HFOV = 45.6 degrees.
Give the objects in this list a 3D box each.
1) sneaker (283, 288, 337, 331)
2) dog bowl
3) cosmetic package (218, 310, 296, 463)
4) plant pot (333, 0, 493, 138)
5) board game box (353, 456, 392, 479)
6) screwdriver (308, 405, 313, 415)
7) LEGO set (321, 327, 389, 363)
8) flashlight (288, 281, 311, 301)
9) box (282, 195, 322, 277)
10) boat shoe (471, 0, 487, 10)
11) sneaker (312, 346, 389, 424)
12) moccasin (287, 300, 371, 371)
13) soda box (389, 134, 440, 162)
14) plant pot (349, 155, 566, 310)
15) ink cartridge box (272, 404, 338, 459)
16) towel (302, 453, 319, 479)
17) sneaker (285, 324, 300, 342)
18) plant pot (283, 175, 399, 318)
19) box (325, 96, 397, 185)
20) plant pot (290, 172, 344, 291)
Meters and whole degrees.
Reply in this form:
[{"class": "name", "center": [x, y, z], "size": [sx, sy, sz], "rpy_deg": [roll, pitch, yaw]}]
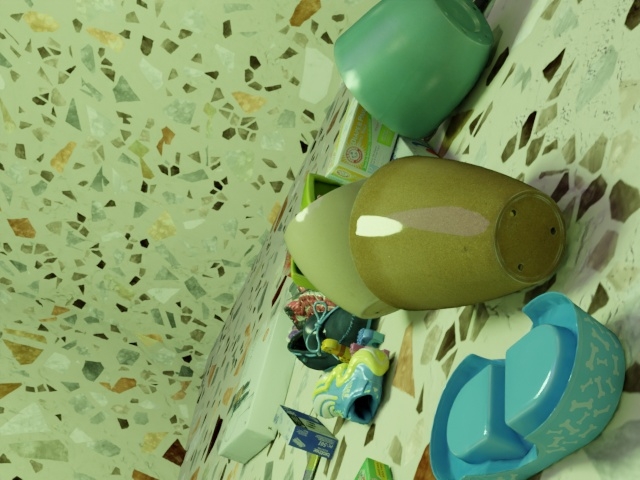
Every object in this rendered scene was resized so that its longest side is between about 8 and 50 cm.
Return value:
[{"class": "sneaker", "center": [0.002, 0.158, 1.920], "size": [0.112, 0.120, 0.299], "rpy_deg": [-39, 9, -21]}, {"class": "dog bowl", "center": [0.227, 0.182, 0.860], "size": [0.297, 0.074, 0.165], "rpy_deg": [123, 165, -47]}, {"class": "cosmetic package", "center": [-0.173, 0.436, 2.249], "size": [0.284, 0.098, 0.377], "rpy_deg": [-49, 21, 51]}, {"class": "plant pot", "center": [0.214, -0.398, 1.587], "size": [0.235, 0.293, 0.293], "rpy_deg": [-40, 26, 37]}, {"class": "board game box", "center": [0.057, 0.502, 1.117], "size": [0.317, 0.046, 0.213], "rpy_deg": [-97, 32, -69]}, {"class": "screwdriver", "center": [-0.021, 0.390, 1.778], "size": [0.024, 0.025, 0.169], "rpy_deg": [-87, 23, -61]}, {"class": "LEGO set", "center": [0.052, 0.236, 1.549], "size": [0.227, 0.093, 0.087], "rpy_deg": [125, 164, -49]}, {"class": "flashlight", "center": [0.022, 0.057, 2.064], "size": [0.103, 0.103, 0.304], "rpy_deg": [-16, -32, -48]}, {"class": "box", "center": [0.000, 0.000, 2.184], "size": [0.122, 0.128, 0.256], "rpy_deg": [-81, 17, -50]}, {"class": "boat shoe", "center": [0.347, -0.518, 1.786], "size": [0.065, 0.075, 0.206], "rpy_deg": [61, 140, 17]}, {"class": "sneaker", "center": [0.046, 0.305, 1.448], "size": [0.126, 0.091, 0.240], "rpy_deg": [-80, 17, -46]}, {"class": "moccasin", "center": [0.010, 0.223, 1.716], "size": [0.342, 0.117, 0.137], "rpy_deg": [128, 161, -54]}, {"class": "soda box", "center": [0.197, -0.160, 1.648], "size": [0.286, 0.091, 0.098], "rpy_deg": [-100, 32, -71]}, {"class": "plant pot", "center": [0.204, -0.006, 1.047], "size": [0.254, 0.237, 0.237], "rpy_deg": [5, 72, 63]}, {"class": "ink cartridge box", "center": [-0.036, 0.406, 1.623], "size": [0.207, 0.097, 0.046], "rpy_deg": [174, 117, -78]}, {"class": "towel", "center": [-0.022, 0.492, 1.617], "size": [0.060, 0.009, 0.083], "rpy_deg": [142, 148, -68]}, {"class": "sneaker", "center": [-0.054, 0.253, 2.112], "size": [0.071, 0.068, 0.170], "rpy_deg": [-59, 12, 12]}, {"class": "plant pot", "center": [0.096, 0.032, 1.402], "size": [0.284, 0.284, 0.190], "rpy_deg": [-53, 52, 53]}, {"class": "box", "center": [0.100, -0.222, 1.691], "size": [0.103, 0.114, 0.203], "rpy_deg": [140, 149, -70]}, {"class": "plant pot", "center": [0.048, 0.002, 1.721], "size": [0.227, 0.228, 0.207], "rpy_deg": [-94, 21, -66]}]
